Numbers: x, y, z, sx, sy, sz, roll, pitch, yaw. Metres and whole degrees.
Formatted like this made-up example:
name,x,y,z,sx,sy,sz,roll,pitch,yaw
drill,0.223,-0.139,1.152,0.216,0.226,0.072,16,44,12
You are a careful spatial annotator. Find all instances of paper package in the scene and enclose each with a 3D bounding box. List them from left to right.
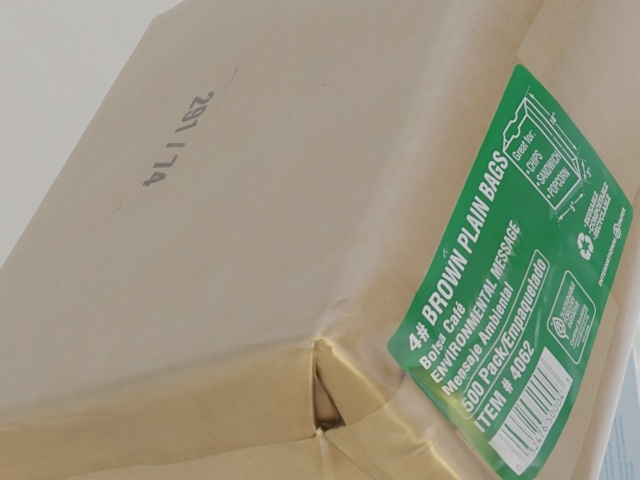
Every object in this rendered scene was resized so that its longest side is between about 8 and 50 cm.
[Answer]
name,x,y,z,sx,sy,sz,roll,pitch,yaw
paper package,0.000,0.000,0.765,0.168,0.309,0.325,45,49,-25

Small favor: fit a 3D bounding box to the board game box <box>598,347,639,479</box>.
name,x,y,z,sx,sy,sz,roll,pitch,yaw
board game box,0.059,0.158,1.062,0.097,0.303,0.224,91,2,-46
